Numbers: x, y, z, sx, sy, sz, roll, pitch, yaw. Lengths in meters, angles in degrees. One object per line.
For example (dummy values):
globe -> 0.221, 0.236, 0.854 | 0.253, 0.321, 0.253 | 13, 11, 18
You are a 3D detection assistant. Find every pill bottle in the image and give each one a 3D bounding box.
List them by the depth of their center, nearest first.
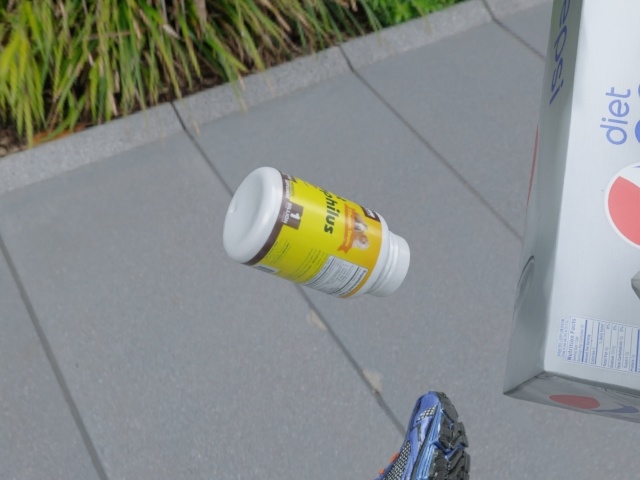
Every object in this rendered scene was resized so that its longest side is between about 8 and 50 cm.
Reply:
pill bottle -> 0.000, 0.000, 0.905 | 0.215, 0.117, 0.117 | 21, 43, -29

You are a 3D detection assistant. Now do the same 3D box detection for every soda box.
soda box -> 0.173, -0.048, 0.426 | 0.091, 0.098, 0.286 | 10, 73, 5

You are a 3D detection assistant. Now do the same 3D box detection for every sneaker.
sneaker -> 0.039, 0.210, 0.549 | 0.087, 0.083, 0.221 | 20, 78, 32

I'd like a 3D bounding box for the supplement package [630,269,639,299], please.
supplement package -> 0.248, -0.016, 0.117 | 0.293, 0.175, 0.177 | -40, 92, -3
